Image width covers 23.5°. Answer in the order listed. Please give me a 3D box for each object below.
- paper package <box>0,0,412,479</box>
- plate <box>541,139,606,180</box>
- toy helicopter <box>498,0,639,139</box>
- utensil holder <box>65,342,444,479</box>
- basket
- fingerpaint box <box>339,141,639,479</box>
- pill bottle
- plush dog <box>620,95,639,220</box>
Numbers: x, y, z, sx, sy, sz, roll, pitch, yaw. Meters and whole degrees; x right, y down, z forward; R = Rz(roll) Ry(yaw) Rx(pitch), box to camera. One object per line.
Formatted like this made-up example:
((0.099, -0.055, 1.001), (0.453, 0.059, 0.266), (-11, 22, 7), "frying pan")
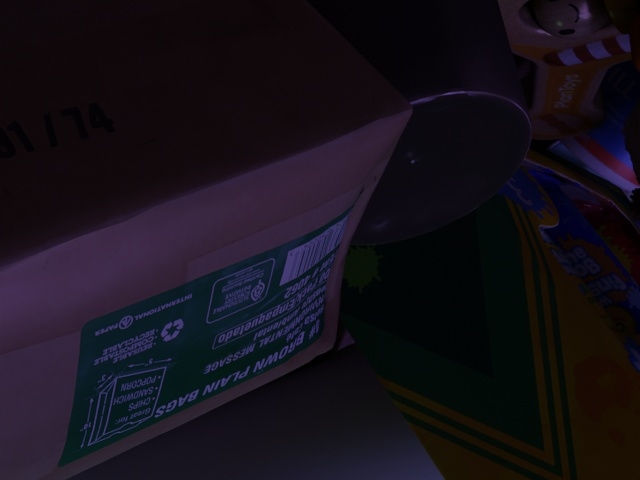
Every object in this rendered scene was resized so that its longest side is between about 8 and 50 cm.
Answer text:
((-0.182, -0.041, 0.676), (0.324, 0.309, 0.168), (-23, 148, -34), "paper package")
((0.217, -0.047, 1.501), (0.188, 0.024, 0.188), (-31, 150, -20), "plate")
((0.170, -0.145, 1.137), (0.234, 0.140, 0.355), (-5, 164, 1), "toy helicopter")
((-0.049, 0.288, 1.335), (0.385, 0.328, 0.328), (-16, 144, -35), "utensil holder")
((0.016, -0.125, 0.844), (0.204, 0.227, 0.154), (-23, 150, 1), "basket")
((0.217, 0.091, 1.274), (0.163, 0.371, 0.444), (-43, 151, 19), "fingerpaint box")
((0.304, -0.160, 1.339), (0.221, 0.124, 0.124), (-53, 151, 19), "pill bottle")
((0.338, -0.099, 1.194), (0.210, 0.225, 0.263), (19, 73, -41), "plush dog")
